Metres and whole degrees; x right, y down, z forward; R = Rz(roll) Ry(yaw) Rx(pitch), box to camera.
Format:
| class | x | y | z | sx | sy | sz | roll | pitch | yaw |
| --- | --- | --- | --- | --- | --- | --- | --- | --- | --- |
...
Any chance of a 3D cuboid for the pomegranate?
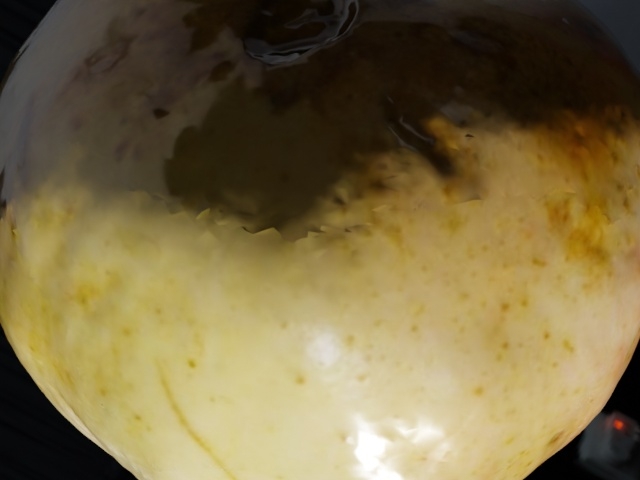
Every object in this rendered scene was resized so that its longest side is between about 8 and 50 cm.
| class | x | y | z | sx | sy | sz | roll | pitch | yaw |
| --- | --- | --- | --- | --- | --- | --- | --- | --- | --- |
| pomegranate | 0.000 | 0.000 | 0.492 | 0.338 | 0.338 | 0.338 | -62 | -179 | 3 |
